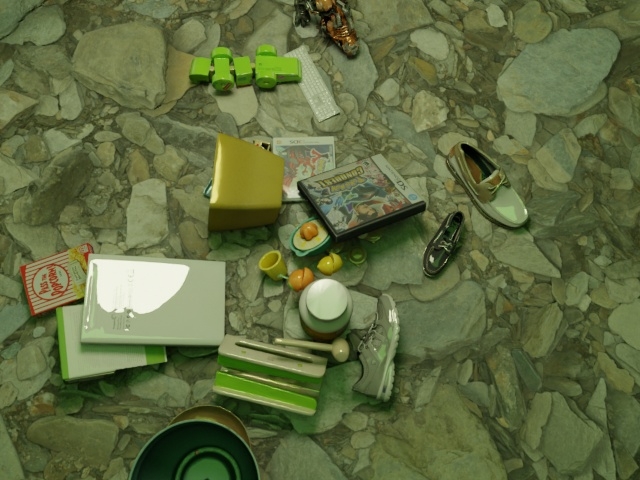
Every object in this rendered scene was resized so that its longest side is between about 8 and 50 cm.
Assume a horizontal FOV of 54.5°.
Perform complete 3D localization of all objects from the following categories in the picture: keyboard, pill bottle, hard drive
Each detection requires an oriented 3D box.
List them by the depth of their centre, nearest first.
[{"bbox_3d":[0.013,0.174,1.585,0.136,0.245,0.136,0,73,-1],"label":"pill bottle"},{"bbox_3d":[-0.429,0.159,1.629,0.353,0.047,0.233,4,69,-17],"label":"hard drive"},{"bbox_3d":[-0.029,-0.481,1.905,0.072,0.014,0.256,-25,75,-8],"label":"keyboard"}]

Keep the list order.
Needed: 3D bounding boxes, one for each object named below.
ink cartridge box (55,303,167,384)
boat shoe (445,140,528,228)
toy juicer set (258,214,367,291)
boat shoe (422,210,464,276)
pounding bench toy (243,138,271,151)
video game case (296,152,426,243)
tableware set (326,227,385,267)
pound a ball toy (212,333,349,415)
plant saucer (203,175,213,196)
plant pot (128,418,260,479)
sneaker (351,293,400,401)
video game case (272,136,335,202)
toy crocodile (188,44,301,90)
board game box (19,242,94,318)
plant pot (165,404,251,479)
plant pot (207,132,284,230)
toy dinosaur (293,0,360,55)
[{"bbox_3d":[-0.547,0.259,1.631,0.255,0.097,0.188,-6,72,-22],"label":"ink cartridge box"},{"bbox_3d":[0.477,-0.156,1.769,0.113,0.103,0.302,-41,78,-12],"label":"boat shoe"},{"bbox_3d":[0.000,0.000,1.670,0.329,0.089,0.209,-43,39,-14],"label":"toy juicer set"},{"bbox_3d":[0.345,0.004,1.737,0.075,0.065,0.206,28,75,7],"label":"boat shoe"},{"bbox_3d":[-0.192,-0.255,1.812,0.083,0.052,0.065,14,74,3],"label":"pounding bench toy"},{"bbox_3d":[0.109,-0.124,1.714,0.275,0.035,0.248,-20,49,-17],"label":"video game case"},{"bbox_3d":[0.091,-0.010,1.761,0.141,0.020,0.168,31,76,8],"label":"tableware set"},{"bbox_3d":[-0.096,0.304,1.584,0.319,0.136,0.208,12,109,3],"label":"pound a ball toy"},{"bbox_3d":[-0.239,-0.119,1.789,0.192,0.018,0.067,26,74,8],"label":"plant saucer"},{"bbox_3d":[-0.277,0.571,1.451,0.293,0.196,0.293,0,73,0],"label":"plant pot"},{"bbox_3d":[0.143,0.274,1.630,0.115,0.105,0.281,7,74,1],"label":"sneaker"},{"bbox_3d":[-0.047,-0.209,1.816,0.183,0.023,0.201,-2,73,-1],"label":"video game case"},{"bbox_3d":[-0.225,-0.509,1.872,0.341,0.105,0.115,-5,73,-7],"label":"toy crocodile"},{"bbox_3d":[-0.701,0.109,1.695,0.193,0.045,0.146,-21,75,-7],"label":"board game box"},{"bbox_3d":[-0.293,0.540,1.580,0.236,0.032,0.236,0,72,-2],"label":"plant pot"},{"bbox_3d":[-0.201,-0.143,1.692,0.187,0.212,0.212,7,73,-10],"label":"plant pot"},{"bbox_3d":[0.031,-0.720,1.865,0.164,0.218,0.322,-14,116,-20],"label":"toy dinosaur"}]
